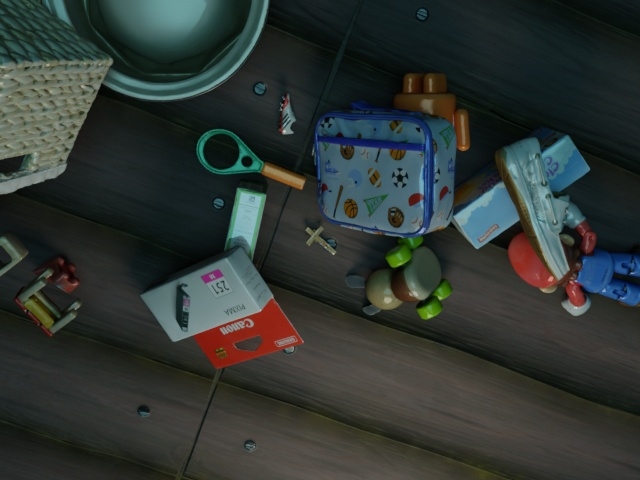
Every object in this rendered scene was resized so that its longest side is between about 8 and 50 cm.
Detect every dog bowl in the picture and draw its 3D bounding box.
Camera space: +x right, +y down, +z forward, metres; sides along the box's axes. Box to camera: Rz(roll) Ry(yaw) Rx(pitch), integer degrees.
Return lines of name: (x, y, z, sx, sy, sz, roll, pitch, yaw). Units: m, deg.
dog bowl: (-0.290, -0.464, 1.347, 0.408, 0.150, 0.408, 0, 103, -2)

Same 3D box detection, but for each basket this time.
basket: (-0.582, -0.271, 1.183, 0.331, 0.328, 0.266, 37, 111, 5)

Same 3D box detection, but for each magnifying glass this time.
magnifying glass: (-0.141, -0.158, 1.492, 0.231, 0.026, 0.092, 21, 102, -8)

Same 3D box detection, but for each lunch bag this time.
lunch bag: (0.111, -0.139, 1.388, 0.115, 0.303, 0.243, -17, 112, -43)

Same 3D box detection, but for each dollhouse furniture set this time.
dollhouse furniture set: (-0.640, 0.019, 1.432, 0.152, 0.201, 0.374, -35, 109, 6)

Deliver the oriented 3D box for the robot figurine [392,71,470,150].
robot figurine: (0.203, -0.218, 1.441, 0.158, 0.128, 0.219, -3, 103, -6)

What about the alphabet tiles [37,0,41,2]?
alphabet tiles: (-0.637, -0.428, 1.366, 0.198, 0.009, 0.237, -45, 83, 6)

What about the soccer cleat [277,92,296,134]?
soccer cleat: (-0.065, -0.254, 1.471, 0.035, 0.029, 0.083, 4, 107, -13)

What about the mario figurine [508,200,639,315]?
mario figurine: (0.535, 0.040, 1.543, 0.320, 0.170, 0.198, 14, 67, -16)

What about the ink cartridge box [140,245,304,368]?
ink cartridge box: (-0.203, 0.157, 1.481, 0.275, 0.060, 0.239, -22, 106, 37)

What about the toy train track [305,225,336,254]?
toy train track: (0.000, 0.000, 1.543, 0.083, 0.014, 0.048, 41, 92, -17)

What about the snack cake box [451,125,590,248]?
snack cake box: (0.378, -0.109, 1.461, 0.264, 0.152, 0.089, -36, 103, 6)

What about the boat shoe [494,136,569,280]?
boat shoe: (0.415, -0.058, 1.347, 0.096, 0.098, 0.277, -25, 105, 4)

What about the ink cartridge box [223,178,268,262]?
ink cartridge box: (-0.157, -0.011, 1.484, 0.062, 0.109, 0.209, 11, 103, -5)

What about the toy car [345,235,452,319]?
toy car: (0.150, 0.091, 1.535, 0.188, 0.149, 0.155, -25, 101, 33)
